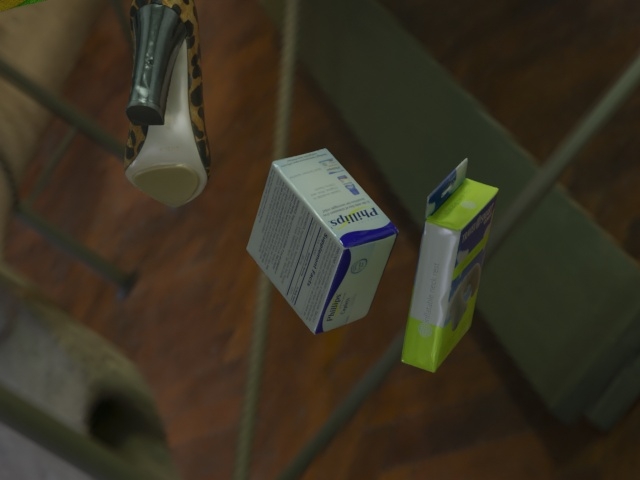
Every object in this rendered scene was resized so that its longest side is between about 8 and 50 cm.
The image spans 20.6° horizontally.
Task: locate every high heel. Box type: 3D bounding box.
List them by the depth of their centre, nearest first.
[{"bbox_3d":[-0.153,-0.157,1.844,0.261,0.093,0.186,84,-169,-64],"label":"high heel"}]

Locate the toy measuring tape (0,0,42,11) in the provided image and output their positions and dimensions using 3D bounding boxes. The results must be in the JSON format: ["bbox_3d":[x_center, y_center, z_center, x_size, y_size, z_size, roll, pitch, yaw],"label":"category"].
[{"bbox_3d":[-0.339,-0.230,1.450,0.330,0.121,0.121,-18,7,-27],"label":"toy measuring tape"}]

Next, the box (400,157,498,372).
[{"bbox_3d":[0.124,0.023,1.682,0.109,0.042,0.178,-44,-33,-55],"label":"box"}]

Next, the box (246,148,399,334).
[{"bbox_3d":[0.000,0.000,1.793,0.137,0.072,0.126,51,140,31],"label":"box"}]
